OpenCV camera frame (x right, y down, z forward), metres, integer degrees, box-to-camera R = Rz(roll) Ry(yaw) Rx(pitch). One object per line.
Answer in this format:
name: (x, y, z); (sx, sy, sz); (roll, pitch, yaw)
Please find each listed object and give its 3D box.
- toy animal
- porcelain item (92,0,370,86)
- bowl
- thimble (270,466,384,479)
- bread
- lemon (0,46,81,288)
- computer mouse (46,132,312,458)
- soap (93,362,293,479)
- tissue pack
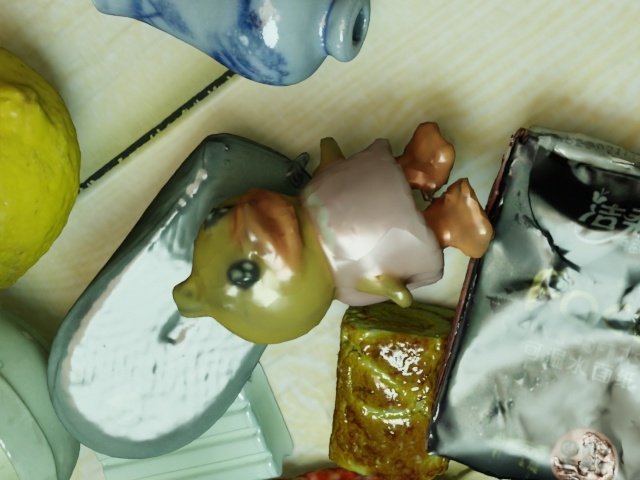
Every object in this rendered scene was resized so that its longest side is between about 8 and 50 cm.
toy animal: (-0.002, 0.003, 1.323); (0.281, 0.195, 0.169); (-17, 147, -14)
porcelain item: (-0.082, -0.226, 1.327); (0.259, 0.141, 0.141); (18, 116, 17)
bowl: (-0.376, 0.179, 1.527); (0.307, 0.163, 0.307); (21, 132, 25)
thimble: (0.015, 0.406, 1.445); (0.350, 0.350, 0.231); (-1, 116, 15)
bread: (0.078, 0.151, 1.453); (0.132, 0.103, 0.172); (9, 115, 11)
lemon: (-0.373, -0.059, 1.409); (0.310, 0.253, 0.253); (-34, 100, 27)
computer mouse: (-0.129, 0.050, 1.449); (0.188, 0.122, 0.371); (35, 101, -18)
soap: (-0.143, 0.211, 1.558); (0.198, 0.066, 0.119); (-15, 106, 20)
tissue pack: (0.248, 0.076, 1.335); (0.245, 0.123, 0.332); (17, 102, 6)
